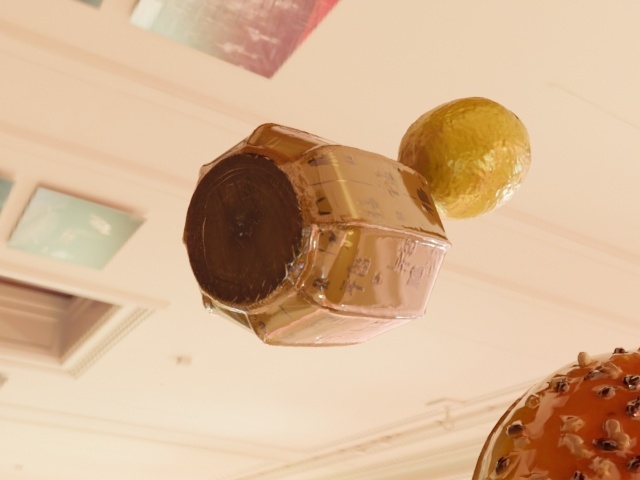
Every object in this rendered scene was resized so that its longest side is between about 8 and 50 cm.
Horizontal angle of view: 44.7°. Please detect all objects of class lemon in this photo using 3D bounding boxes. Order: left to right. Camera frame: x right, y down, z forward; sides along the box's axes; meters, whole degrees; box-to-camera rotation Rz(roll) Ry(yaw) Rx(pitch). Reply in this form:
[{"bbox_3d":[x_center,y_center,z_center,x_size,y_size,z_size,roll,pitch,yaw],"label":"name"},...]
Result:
[{"bbox_3d":[0.126,-0.071,0.695,0.109,0.133,0.109,157,-90,-80],"label":"lemon"}]

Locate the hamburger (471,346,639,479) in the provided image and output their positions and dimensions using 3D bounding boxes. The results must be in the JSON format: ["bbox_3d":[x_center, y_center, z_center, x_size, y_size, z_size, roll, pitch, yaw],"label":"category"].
[{"bbox_3d":[0.206,0.183,0.372,0.300,0.300,0.176,-103,-155,-45],"label":"hamburger"}]

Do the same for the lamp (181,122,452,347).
[{"bbox_3d":[0.000,0.000,0.575,0.161,0.185,0.161,-5,-99,37],"label":"lamp"}]
